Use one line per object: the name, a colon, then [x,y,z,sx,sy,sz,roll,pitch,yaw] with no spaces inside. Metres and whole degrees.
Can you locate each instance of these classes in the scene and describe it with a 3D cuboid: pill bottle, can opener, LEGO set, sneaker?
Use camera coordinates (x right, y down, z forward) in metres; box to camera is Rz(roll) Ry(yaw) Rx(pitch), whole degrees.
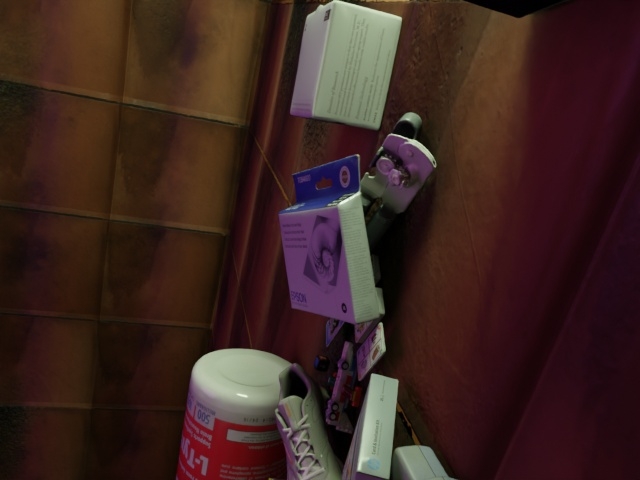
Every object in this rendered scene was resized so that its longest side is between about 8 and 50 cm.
pill bottle: [-0.174,0.450,1.099,0.229,0.228,0.408,-140,59,-70]
can opener: [0.083,-0.052,0.776,0.093,0.074,0.280,-51,-7,-43]
LEGO set: [0.053,0.168,0.829,0.183,0.060,0.244,-90,23,-47]
sneaker: [-0.029,0.307,0.828,0.262,0.099,0.121,-109,-7,-53]

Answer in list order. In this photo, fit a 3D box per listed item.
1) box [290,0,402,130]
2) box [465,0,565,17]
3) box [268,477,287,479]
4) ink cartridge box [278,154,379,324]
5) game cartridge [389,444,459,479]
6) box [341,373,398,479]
box: [0.035,-0.290,0.915,0.181,0.119,0.182,-134,53,-69]
box: [0.093,-0.380,0.388,0.179,0.343,0.313,-153,72,-71]
box: [-0.019,0.435,0.808,0.179,0.105,0.043,-140,66,-70]
ink cartridge box: [0.000,0.000,0.800,0.223,0.045,0.224,-3,95,64]
game cartridge: [0.123,0.381,0.459,0.355,0.068,0.230,-123,47,-65]
box: [0.051,0.280,0.652,0.145,0.038,0.186,-69,-10,-58]
